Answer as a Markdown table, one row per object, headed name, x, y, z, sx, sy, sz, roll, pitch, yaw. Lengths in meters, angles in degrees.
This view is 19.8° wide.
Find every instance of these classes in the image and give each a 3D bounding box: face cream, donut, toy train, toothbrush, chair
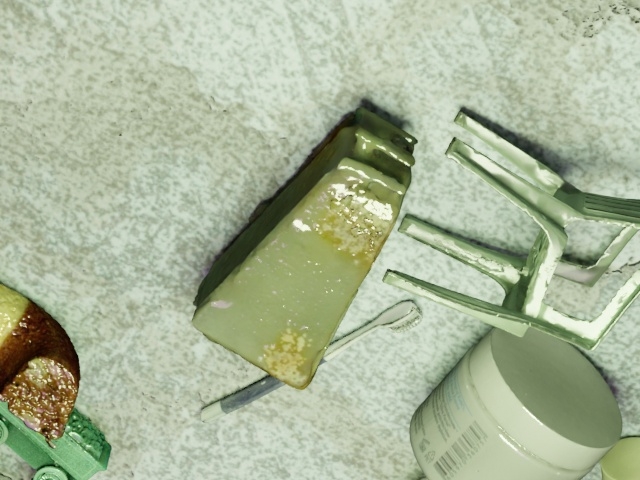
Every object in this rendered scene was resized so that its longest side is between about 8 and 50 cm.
| name | x | y | z | sx | sy | sz | roll | pitch | yaw |
| --- | --- | --- | --- | --- | --- | --- | --- | --- | --- |
| face cream | 0.361 | 0.321 | 2.049 | 0.114 | 0.070 | 0.224 | -6 | 128 | 11 |
| face cream | 0.202 | 0.195 | 1.919 | 0.177 | 0.177 | 0.153 | 32 | 121 | -12 |
| donut | -0.344 | 0.106 | 1.959 | 0.217 | 0.141 | 0.085 | 33 | 109 | -13 |
| toy train | -0.314 | 0.215 | 2.059 | 0.099 | 0.070 | 0.172 | -40 | 108 | 18 |
| toothbrush | -0.013 | 0.135 | 2.000 | 0.288 | 0.024 | 0.026 | -28 | 128 | 20 |
| chair | 0.227 | -0.006 | 1.788 | 0.274 | 0.203 | 0.190 | 25 | 109 | -2 |

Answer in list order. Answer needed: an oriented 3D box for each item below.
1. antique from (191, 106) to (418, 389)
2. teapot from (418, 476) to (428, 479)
| name | x | y | z | sx | sy | sz | roll | pitch | yaw |
| --- | --- | --- | --- | --- | --- | --- | --- | --- | --- |
| antique | 0.000 | 0.000 | 1.857 | 0.150 | 0.125 | 0.284 | 29 | 120 | -11 |
| teapot | 0.140 | 0.323 | 2.053 | 0.226 | 0.092 | 0.145 | -15 | 115 | 16 |
